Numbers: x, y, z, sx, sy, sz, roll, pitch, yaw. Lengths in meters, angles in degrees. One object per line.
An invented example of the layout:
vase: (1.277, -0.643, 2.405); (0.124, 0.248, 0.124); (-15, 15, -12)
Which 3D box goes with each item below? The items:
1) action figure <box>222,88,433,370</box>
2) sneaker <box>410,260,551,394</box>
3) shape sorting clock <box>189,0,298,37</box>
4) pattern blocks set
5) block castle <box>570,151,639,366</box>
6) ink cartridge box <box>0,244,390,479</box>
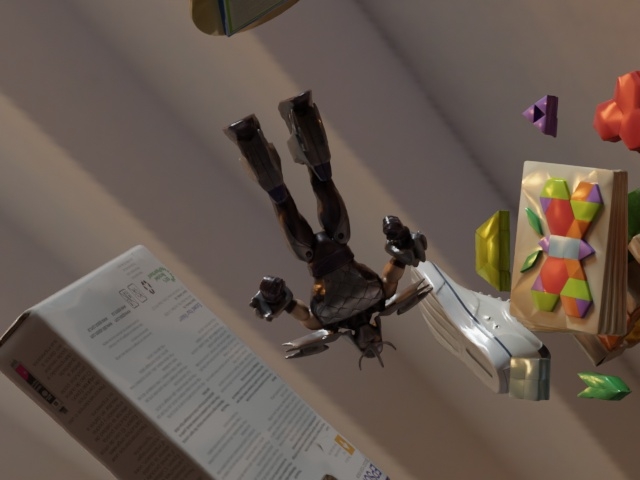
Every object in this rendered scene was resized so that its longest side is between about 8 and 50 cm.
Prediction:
action figure: (0.000, 0.000, 1.829); (0.285, 0.185, 0.099); (66, -13, -4)
sneaker: (0.208, 0.107, 2.418); (0.258, 0.091, 0.094); (51, -26, 44)
shape sorting clock: (-0.057, -0.301, 2.032); (0.040, 0.206, 0.206); (55, -14, 15)
pattern blocks set: (0.258, 0.007, 1.900); (0.026, 0.325, 0.285); (2, -10, -37)
block castle: (0.438, -0.070, 2.251); (0.213, 0.303, 0.453); (56, -26, 21)
ink cartridge box: (-0.099, 0.158, 1.585); (0.330, 0.071, 0.324); (44, 13, 1)
